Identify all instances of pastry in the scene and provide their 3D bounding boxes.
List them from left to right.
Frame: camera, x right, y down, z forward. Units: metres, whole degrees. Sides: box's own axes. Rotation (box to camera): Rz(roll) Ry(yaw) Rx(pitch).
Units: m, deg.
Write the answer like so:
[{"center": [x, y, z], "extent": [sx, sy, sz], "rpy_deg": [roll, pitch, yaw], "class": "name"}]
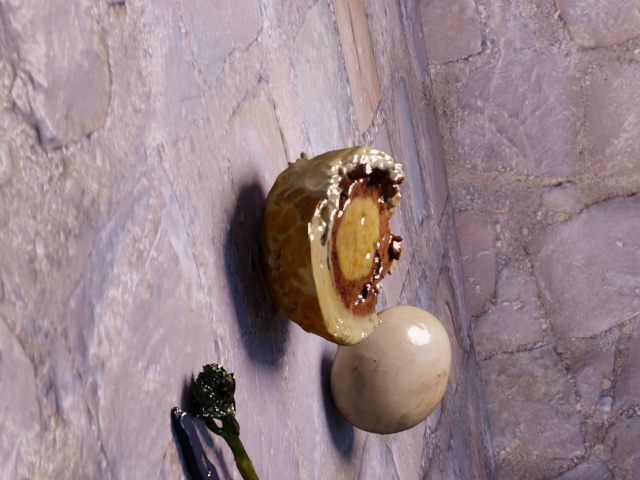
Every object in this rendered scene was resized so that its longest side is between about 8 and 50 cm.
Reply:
[{"center": [-0.003, 0.009, 1.673], "extent": [0.237, 0.170, 0.256], "rpy_deg": [-42, 136, -47], "class": "pastry"}]

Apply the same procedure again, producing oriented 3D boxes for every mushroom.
[{"center": [0.097, 0.182, 1.947], "extent": [0.209, 0.206, 0.206], "rpy_deg": [52, 3, 23], "class": "mushroom"}]

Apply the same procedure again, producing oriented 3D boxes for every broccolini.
[{"center": [-0.104, 0.234, 1.450], "extent": [0.057, 0.071, 0.254], "rpy_deg": [41, -26, 41], "class": "broccolini"}]

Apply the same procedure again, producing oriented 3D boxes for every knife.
[{"center": [-0.132, 0.225, 1.348], "extent": [0.031, 0.018, 0.121], "rpy_deg": [-62, 142, -54], "class": "knife"}]
